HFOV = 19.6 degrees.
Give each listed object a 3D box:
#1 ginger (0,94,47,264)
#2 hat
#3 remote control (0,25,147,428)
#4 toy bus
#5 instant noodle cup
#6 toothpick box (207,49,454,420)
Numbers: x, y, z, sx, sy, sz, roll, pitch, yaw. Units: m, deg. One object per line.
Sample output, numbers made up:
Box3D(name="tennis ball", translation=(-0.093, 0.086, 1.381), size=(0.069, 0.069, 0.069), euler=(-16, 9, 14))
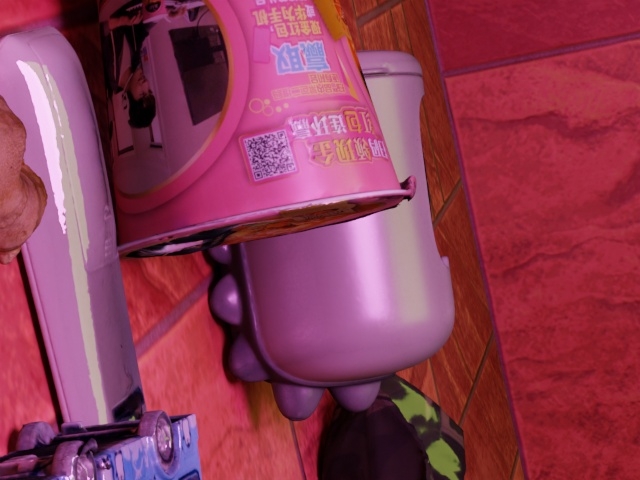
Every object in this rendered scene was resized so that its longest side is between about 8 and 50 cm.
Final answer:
Box3D(name="ginger", translation=(-0.212, -0.064, 1.062), size=(0.288, 0.075, 0.089), euler=(64, 42, -63))
Box3D(name="hat", translation=(0.081, 0.356, 1.916), size=(0.366, 0.257, 0.381), euler=(-114, -133, -79))
Box3D(name="remote control", translation=(-0.160, 0.010, 1.259), size=(0.109, 0.055, 0.313), euler=(-45, 124, -75))
Box3D(name="toy bus", translation=(-0.150, 0.175, 1.070), size=(0.297, 0.106, 0.131), euler=(-9, 91, -76))
Box3D(name="instant noodle cup", translation=(-0.068, -0.126, 1.374), size=(0.244, 0.244, 0.255), euler=(3, 76, -77))
Box3D(name="toothpick box", translation=(0.000, 0.000, 1.665), size=(0.229, 0.229, 0.316), euler=(0, 81, -77))
